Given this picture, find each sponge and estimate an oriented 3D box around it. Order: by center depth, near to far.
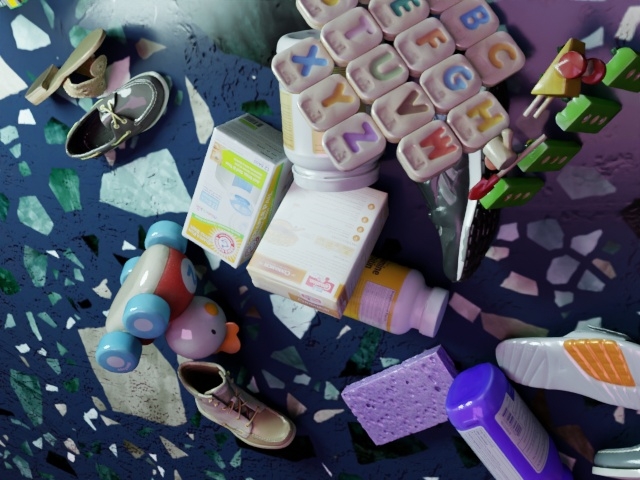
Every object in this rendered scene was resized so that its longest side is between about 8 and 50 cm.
[{"bbox_3d":[0.145,0.264,1.143,0.210,0.031,0.117,-31,97,34],"label":"sponge"}]

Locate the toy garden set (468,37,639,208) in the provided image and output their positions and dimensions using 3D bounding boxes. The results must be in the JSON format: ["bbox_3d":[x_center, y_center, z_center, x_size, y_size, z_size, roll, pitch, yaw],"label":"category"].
[{"bbox_3d":[0.264,-0.136,0.806,0.049,0.203,0.244,55,126,22],"label":"toy garden set"}]

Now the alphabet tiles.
[{"bbox_3d":[0.096,-0.216,0.820,0.284,0.277,0.021,58,169,10],"label":"alphabet tiles"}]

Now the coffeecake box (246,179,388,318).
[{"bbox_3d":[0.000,0.000,0.998,0.142,0.186,0.068,20,156,17],"label":"coffeecake box"}]

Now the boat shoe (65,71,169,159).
[{"bbox_3d":[-0.343,-0.202,1.144,0.227,0.068,0.081,-30,98,33],"label":"boat shoe"}]

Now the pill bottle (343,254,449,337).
[{"bbox_3d":[0.096,0.082,1.039,0.184,0.103,0.103,18,120,17],"label":"pill bottle"}]

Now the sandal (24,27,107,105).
[{"bbox_3d":[-0.402,-0.274,1.153,0.240,0.088,0.079,-17,136,38],"label":"sandal"}]

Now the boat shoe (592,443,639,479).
[{"bbox_3d":[0.532,0.279,0.941,0.319,0.116,0.099,-21,59,39],"label":"boat shoe"}]

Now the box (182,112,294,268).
[{"bbox_3d":[-0.123,-0.077,1.073,0.114,0.103,0.203,32,123,10],"label":"box"}]

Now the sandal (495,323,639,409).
[{"bbox_3d":[0.374,0.163,0.964,0.265,0.076,0.102,1,114,49],"label":"sandal"}]

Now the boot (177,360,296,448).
[{"bbox_3d":[-0.153,0.297,1.240,0.213,0.077,0.165,19,150,21],"label":"boot"}]

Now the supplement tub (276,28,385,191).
[{"bbox_3d":[0.018,-0.180,0.931,0.144,0.144,0.200,8,116,23],"label":"supplement tub"}]

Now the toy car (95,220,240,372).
[{"bbox_3d":[-0.235,0.128,1.201,0.237,0.219,0.210,27,126,-22],"label":"toy car"}]

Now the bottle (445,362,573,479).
[{"bbox_3d":[0.304,0.323,1.039,0.092,0.118,0.283,-32,102,33],"label":"bottle"}]

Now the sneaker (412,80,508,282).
[{"bbox_3d":[0.176,-0.086,0.937,0.124,0.107,0.284,13,111,31],"label":"sneaker"}]

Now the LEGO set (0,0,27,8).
[{"bbox_3d":[-0.522,-0.461,0.999,0.331,0.255,0.192,6,143,36],"label":"LEGO set"}]
